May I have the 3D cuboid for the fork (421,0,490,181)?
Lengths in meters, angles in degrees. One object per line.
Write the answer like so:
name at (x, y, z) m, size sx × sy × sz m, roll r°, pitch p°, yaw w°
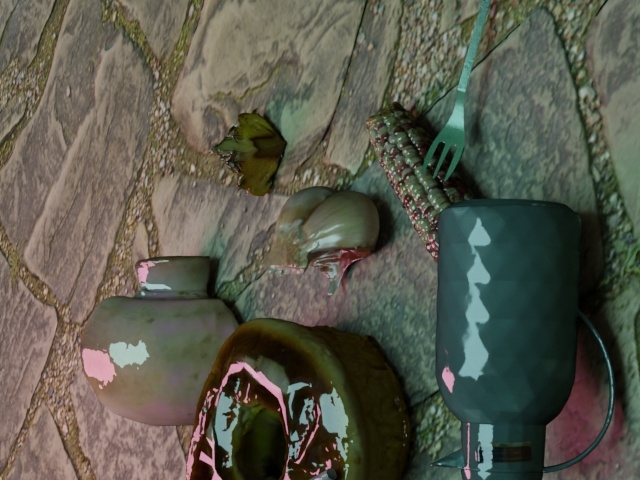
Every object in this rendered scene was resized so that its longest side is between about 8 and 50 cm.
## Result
fork at (0.160, -0.178, 1.869) m, size 0.039 × 0.021 × 0.235 m, roll 18°, pitch 91°, yaw 21°

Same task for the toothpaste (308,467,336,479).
toothpaste at (-0.012, 0.278, 1.951) m, size 0.083 × 0.015 × 0.024 m, roll -42°, pitch 69°, yaw 41°

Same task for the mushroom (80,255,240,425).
mushroom at (-0.207, 0.138, 2.308) m, size 0.162 × 0.173 × 0.236 m, roll -2°, pitch 89°, yaw 54°

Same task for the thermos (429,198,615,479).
thermos at (0.201, 0.106, 1.728) m, size 0.145 × 0.182 × 0.286 m, roll 32°, pitch -121°, yaw -80°

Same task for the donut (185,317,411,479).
donut at (-0.028, 0.246, 2.080) m, size 0.330 × 0.160 × 0.330 m, roll 2°, pitch 92°, yaw 44°

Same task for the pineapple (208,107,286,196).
pineapple at (-0.093, -0.110, 2.205) m, size 0.077 × 0.114 × 0.114 m, roll 1°, pitch 96°, yaw 37°

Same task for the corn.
corn at (0.114, -0.065, 1.911) m, size 0.237 × 0.080 × 0.079 m, roll 59°, pitch 136°, yaw 36°

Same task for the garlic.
garlic at (0.009, -0.006, 2.065) m, size 0.174 × 0.099 × 0.124 m, roll -4°, pitch 69°, yaw 52°
